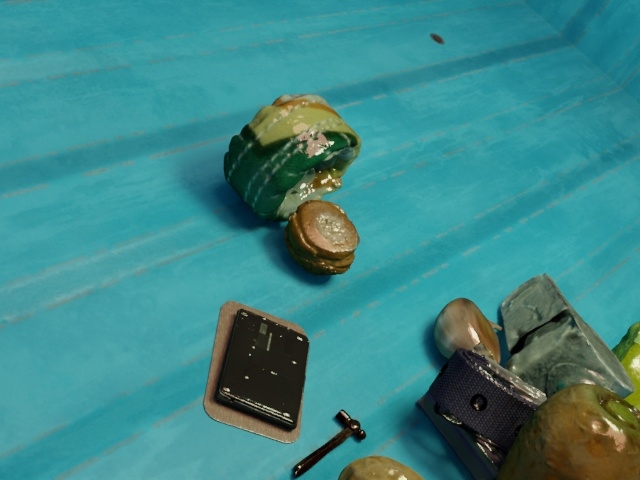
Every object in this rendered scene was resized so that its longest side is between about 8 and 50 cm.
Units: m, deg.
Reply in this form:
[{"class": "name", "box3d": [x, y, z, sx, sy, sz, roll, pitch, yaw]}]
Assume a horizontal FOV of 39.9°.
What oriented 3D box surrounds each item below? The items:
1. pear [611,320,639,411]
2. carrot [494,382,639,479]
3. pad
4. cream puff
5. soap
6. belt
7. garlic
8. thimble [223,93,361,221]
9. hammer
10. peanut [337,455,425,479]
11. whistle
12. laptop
[{"class": "pear", "box3d": [0.720, 0.340, 1.868, 0.282, 0.176, 0.286, 44, 40, 9]}, {"class": "carrot", "box3d": [0.391, 0.404, 1.416, 0.224, 0.341, 0.224, 26, 21, -11]}, {"class": "pad", "box3d": [-0.107, 0.224, 1.538, 0.176, 0.002, 0.266, 22, 40, -15]}, {"class": "cream puff", "box3d": [0.000, 0.000, 1.759, 0.150, 0.115, 0.165, 0, 58, -26]}, {"class": "soap", "box3d": [0.286, 0.345, 1.637, 0.122, 0.065, 0.203, -15, 59, -43]}, {"class": "belt", "box3d": [0.305, 0.295, 1.555, 0.230, 0.126, 0.139, 31, 12, -4]}, {"class": "garlic", "box3d": [0.308, 0.179, 1.805, 0.149, 0.128, 0.266, 66, 26, -14]}, {"class": "thimble", "box3d": [-0.054, -0.168, 1.791, 0.167, 0.254, 0.288, 49, 22, 13]}, {"class": "hammer", "box3d": [0.007, 0.347, 1.480, 0.065, 0.021, 0.178, 46, 43, 15]}, {"class": "peanut", "box3d": [0.156, 0.468, 1.364, 0.153, 0.140, 0.325, -35, 77, -32]}, {"class": "whistle", "box3d": [0.467, 0.216, 1.780, 0.188, 0.168, 0.405, 32, 24, -44]}, {"class": "laptop", "box3d": [-0.093, 0.219, 1.528, 0.153, 0.026, 0.207, 24, 39, -11]}]
